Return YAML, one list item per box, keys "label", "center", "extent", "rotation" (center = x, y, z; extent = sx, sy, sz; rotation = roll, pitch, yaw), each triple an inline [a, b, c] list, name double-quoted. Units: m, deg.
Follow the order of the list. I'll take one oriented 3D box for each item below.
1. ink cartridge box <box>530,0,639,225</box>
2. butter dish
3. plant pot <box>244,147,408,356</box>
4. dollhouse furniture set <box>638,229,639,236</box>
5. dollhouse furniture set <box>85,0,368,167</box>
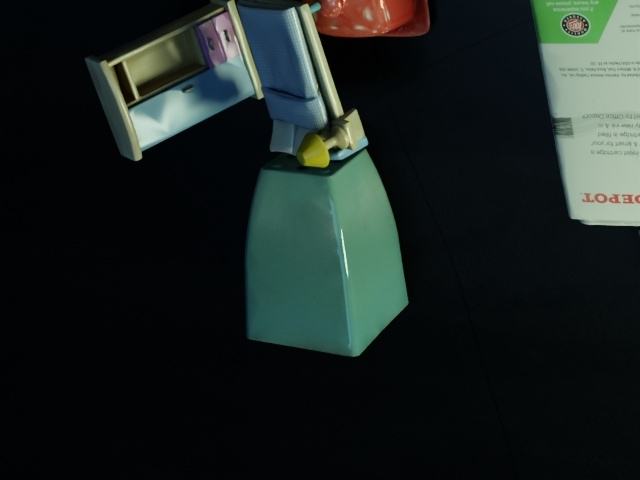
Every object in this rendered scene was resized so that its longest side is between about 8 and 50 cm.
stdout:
- label: "ink cartridge box"
  center: [0.364, -0.168, 1.657]
  extent: [0.211, 0.121, 0.289]
  rotation: [3, 123, 29]
- label: "butter dish"
  center: [0.032, -0.295, 1.772]
  extent: [0.160, 0.118, 0.160]
  rotation: [5, 123, 27]
- label: "plant pot"
  center: [0.000, 0.000, 1.976]
  extent: [0.165, 0.165, 0.234]
  rotation: [7, 117, 27]
- label: "dollhouse furniture set"
  center: [0.441, 0.009, 1.777]
  extent: [0.151, 0.058, 0.076]
  rotation: [-25, 106, 40]
- label: "dollhouse furniture set"
  center: [-0.125, -0.216, 1.788]
  extent: [0.303, 0.198, 0.286]
  rotation: [23, 137, 54]
